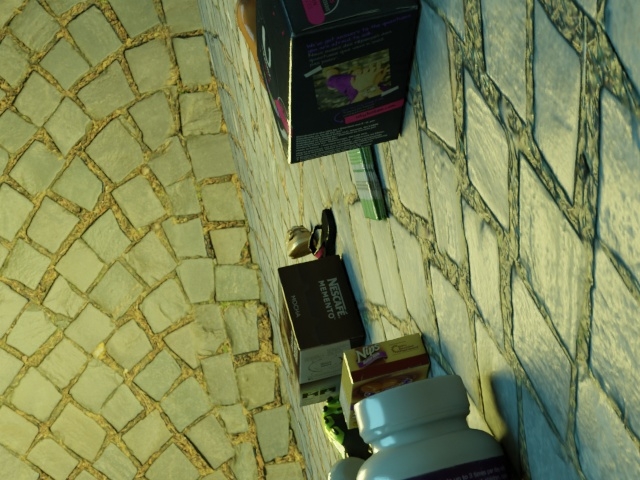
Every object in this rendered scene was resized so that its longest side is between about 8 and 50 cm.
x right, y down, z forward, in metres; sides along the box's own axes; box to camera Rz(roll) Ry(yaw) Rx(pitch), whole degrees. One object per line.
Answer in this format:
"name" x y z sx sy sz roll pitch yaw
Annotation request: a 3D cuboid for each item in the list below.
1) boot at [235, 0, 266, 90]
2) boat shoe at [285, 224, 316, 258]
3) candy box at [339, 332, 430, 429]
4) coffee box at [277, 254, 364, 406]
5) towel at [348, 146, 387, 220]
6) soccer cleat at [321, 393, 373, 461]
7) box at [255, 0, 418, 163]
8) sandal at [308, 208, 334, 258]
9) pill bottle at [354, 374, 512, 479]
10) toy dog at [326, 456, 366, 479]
"boot" -0.090 -0.340 2.174 0.152 0.073 0.197 -113 0 -56
"boat shoe" -0.046 -0.001 2.435 0.170 0.063 0.059 121 130 -80
"candy box" 0.086 0.198 1.669 0.187 0.109 0.053 91 164 -63
"coffee box" -0.003 0.171 2.211 0.297 0.119 0.168 93 163 -64
"towel" 0.062 -0.104 1.682 0.113 0.023 0.152 -147 42 -82
"soccer cleat" 0.069 0.376 2.156 0.289 0.093 0.121 -117 9 -61
"box" 0.011 -0.231 1.367 0.270 0.143 0.165 94 161 -63
"sandal" 0.000 0.000 2.190 0.179 0.040 0.067 91 163 -61
"pill bottle" 0.134 0.305 1.297 0.169 0.169 0.301 106 150 -74
"toy dog" 0.093 0.440 1.826 0.334 0.161 0.220 87 179 -73
